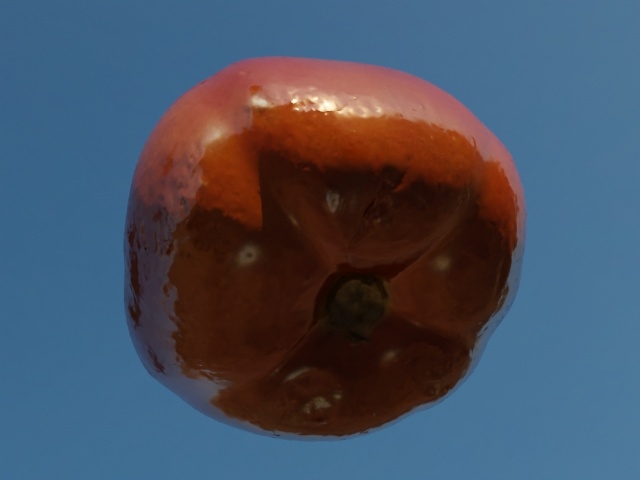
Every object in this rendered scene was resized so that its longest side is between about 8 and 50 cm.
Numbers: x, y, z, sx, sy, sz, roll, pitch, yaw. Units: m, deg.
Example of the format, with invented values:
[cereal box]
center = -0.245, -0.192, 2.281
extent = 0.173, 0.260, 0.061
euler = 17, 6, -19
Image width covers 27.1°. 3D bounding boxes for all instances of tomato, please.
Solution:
[tomato]
center = 0.000, -0.004, 0.815
extent = 0.260, 0.180, 0.260
euler = -12, -52, -16
